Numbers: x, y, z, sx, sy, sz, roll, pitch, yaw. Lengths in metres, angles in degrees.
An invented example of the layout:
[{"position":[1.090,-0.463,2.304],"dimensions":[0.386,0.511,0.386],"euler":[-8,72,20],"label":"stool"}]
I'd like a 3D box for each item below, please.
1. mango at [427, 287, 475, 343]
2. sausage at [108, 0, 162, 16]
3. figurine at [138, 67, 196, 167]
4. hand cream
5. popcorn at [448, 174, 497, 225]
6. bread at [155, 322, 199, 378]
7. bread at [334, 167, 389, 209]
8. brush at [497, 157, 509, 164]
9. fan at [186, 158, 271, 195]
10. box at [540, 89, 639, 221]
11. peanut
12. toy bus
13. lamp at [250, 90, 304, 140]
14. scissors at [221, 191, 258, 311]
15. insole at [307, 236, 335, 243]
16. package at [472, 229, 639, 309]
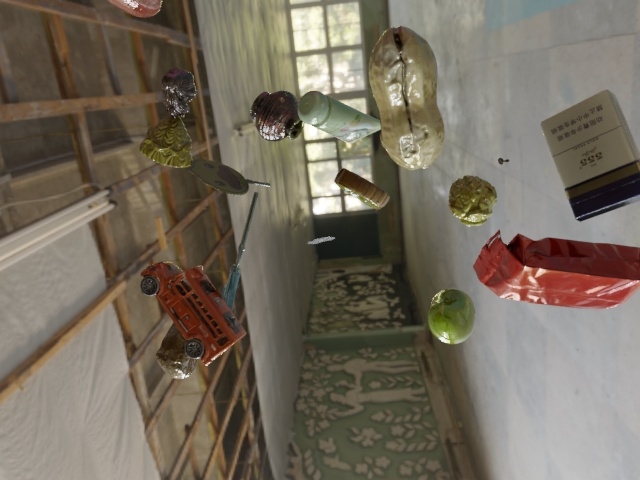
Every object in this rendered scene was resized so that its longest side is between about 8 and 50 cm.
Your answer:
[{"position":[0.463,0.277,1.859],"dimensions":[0.273,0.149,0.185],"euler":[-35,-72,-58],"label":"mango"},{"position":[-0.532,-0.708,1.437],"dimensions":[0.254,0.148,0.148],"euler":[6,-101,-66],"label":"sausage"},{"position":[-0.495,-0.427,1.772],"dimensions":[0.168,0.187,0.315],"euler":[-19,-40,-48],"label":"figurine"},{"position":[0.057,-0.347,1.511],"dimensions":[0.306,0.147,0.093],"euler":[7,-114,-51],"label":"hand cream"},{"position":[0.647,-0.166,2.245],"dimensions":[0.216,0.181,0.235],"euler":[-55,42,41],"label":"popcorn"},{"position":[-0.462,0.353,1.768],"dimensions":[0.230,0.123,0.229],"euler":[24,-90,-86],"label":"bread"},{"position":[0.159,-0.197,2.022],"dimensions":[0.069,0.236,0.236],"euler":[-60,-3,2],"label":"bread"},{"position":[0.591,-0.257,1.688],"dimensions":[0.083,0.008,0.024],"euler":[-115,8,-83],"label":"brush"},{"position":[-0.321,-0.222,1.874],"dimensions":[0.229,0.335,0.011],"euler":[54,126,42],"label":"fan"},{"position":[0.632,-0.191,1.202],"dimensions":[0.071,0.168,0.259],"euler":[0,-109,-46],"label":"box"},{"position":[0.162,-0.252,0.973],"dimensions":[0.130,0.130,0.290],"euler":[-91,-15,-51],"label":"peanut"},{"position":[-0.366,0.184,1.508],"dimensions":[0.329,0.153,0.143],"euler":[53,-168,4],"label":"toy bus"},{"position":[-0.182,-0.547,2.313],"dimensions":[0.247,0.247,0.246],"euler":[-5,-90,-87],"label":"lamp"},{"position":[-0.254,0.061,1.616],"dimensions":[0.192,0.029,0.446],"euler":[-117,42,-68],"label":"scissors"},{"position":[0.000,0.000,1.446],"dimensions":[0.135,0.045,0.002],"euler":[161,111,-64],"label":"insole"},{"position":[0.646,0.086,1.404],"dimensions":[0.196,0.424,0.123],"euler":[96,-177,-54],"label":"package"}]
